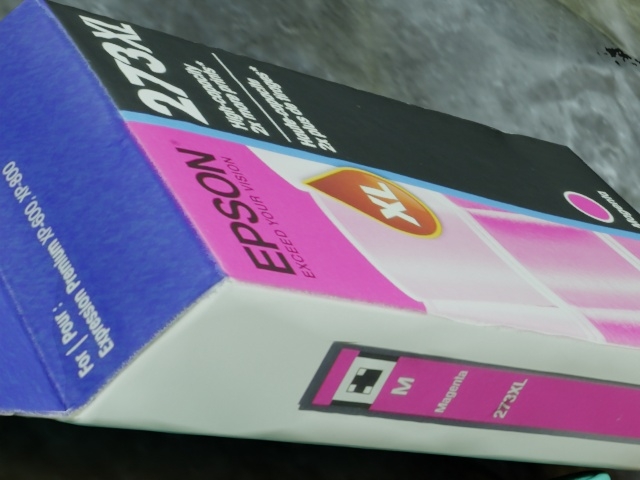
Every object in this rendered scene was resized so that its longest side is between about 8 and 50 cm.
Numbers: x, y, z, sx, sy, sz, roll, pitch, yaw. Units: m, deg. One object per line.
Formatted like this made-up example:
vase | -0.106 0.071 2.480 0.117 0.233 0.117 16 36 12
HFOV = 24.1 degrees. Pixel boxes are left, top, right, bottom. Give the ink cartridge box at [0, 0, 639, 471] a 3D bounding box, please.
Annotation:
ink cartridge box | 0.000 0.000 0.543 0.371 0.069 0.176 8 30 -37

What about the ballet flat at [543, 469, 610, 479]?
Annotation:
ballet flat | -0.002 0.149 0.463 0.348 0.123 0.123 -2 66 -45
